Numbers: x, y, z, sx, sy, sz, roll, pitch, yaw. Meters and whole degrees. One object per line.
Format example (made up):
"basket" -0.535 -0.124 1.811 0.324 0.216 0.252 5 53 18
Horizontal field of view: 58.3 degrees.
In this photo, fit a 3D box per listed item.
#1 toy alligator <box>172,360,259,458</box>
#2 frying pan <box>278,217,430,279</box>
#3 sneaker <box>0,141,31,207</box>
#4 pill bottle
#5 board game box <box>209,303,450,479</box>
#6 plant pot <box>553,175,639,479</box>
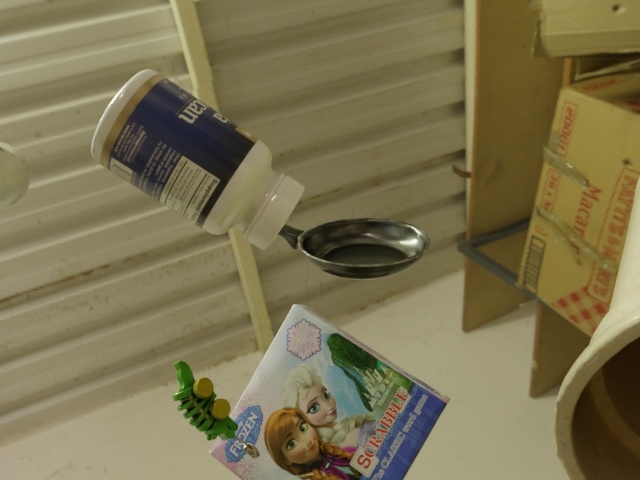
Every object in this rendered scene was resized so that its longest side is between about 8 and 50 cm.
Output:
"toy alligator" -0.157 0.257 0.818 0.190 0.056 0.051 54 -138 -9
"frying pan" 0.001 0.011 0.867 0.325 0.197 0.053 -2 -69 3
"sneaker" -0.339 -0.094 0.506 0.105 0.290 0.123 17 -81 -2
"pill bottle" -0.102 -0.065 0.505 0.169 0.094 0.094 33 -84 -8
"board game box" 0.010 0.328 1.008 0.319 0.317 0.066 -61 -21 1
"plant pot" 0.366 0.045 0.428 0.306 0.333 0.334 -58 -41 -44
